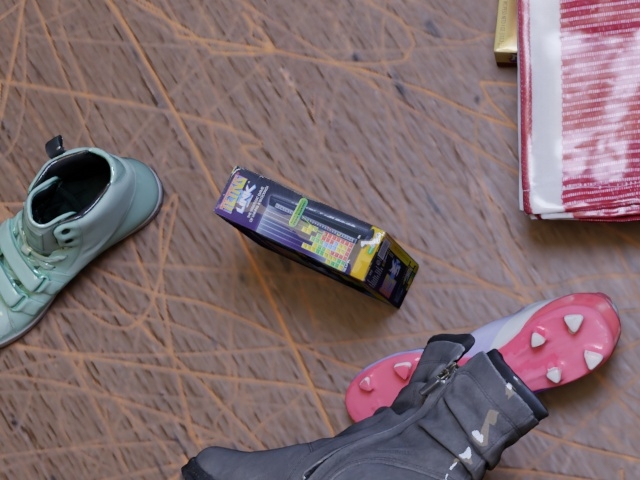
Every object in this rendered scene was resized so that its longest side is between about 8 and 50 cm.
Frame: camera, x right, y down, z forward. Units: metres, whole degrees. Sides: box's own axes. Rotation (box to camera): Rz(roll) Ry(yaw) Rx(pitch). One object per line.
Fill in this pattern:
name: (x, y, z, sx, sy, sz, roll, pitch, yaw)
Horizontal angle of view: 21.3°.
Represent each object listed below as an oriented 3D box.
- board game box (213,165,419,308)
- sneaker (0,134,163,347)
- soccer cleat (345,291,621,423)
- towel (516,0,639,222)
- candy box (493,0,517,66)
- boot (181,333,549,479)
board game box: (0.000, 0.000, 1.445, 0.141, 0.170, 0.048, 23, 85, 16)
sneaker: (-0.267, 0.003, 1.509, 0.256, 0.151, 0.094, -40, 75, 3)
soccer cleat: (0.140, 0.106, 1.451, 0.248, 0.095, 0.083, -23, 96, 23)
towel: (0.328, -0.135, 1.407, 0.329, 0.037, 0.237, -1, 88, 6)
candy box: (0.217, -0.246, 1.512, 0.109, 0.053, 0.186, 5, 81, 11)
boot: (0.037, 0.172, 1.377, 0.222, 0.338, 0.118, -50, 118, -16)
